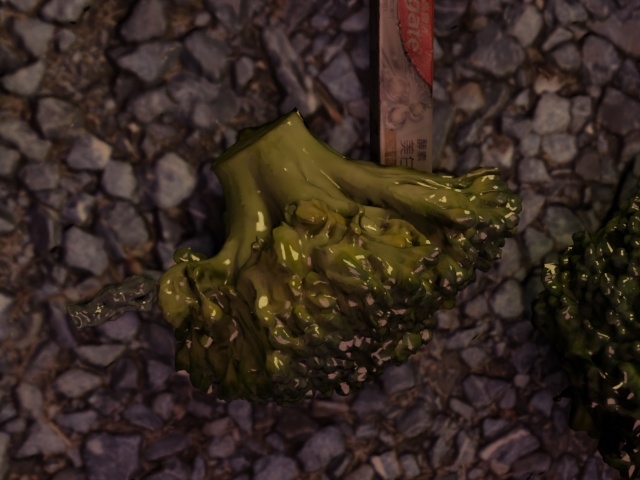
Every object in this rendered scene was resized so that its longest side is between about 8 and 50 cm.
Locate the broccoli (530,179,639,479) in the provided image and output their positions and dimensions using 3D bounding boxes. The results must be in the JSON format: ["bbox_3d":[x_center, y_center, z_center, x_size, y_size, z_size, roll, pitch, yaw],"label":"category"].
[{"bbox_3d":[0.362,0.084,0.854,0.293,0.348,0.281,-2,147,25],"label":"broccoli"}]

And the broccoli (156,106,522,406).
[{"bbox_3d":[0.000,0.000,0.738,0.288,0.248,0.245,-33,89,-30],"label":"broccoli"}]

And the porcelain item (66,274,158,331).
[{"bbox_3d":[-0.185,0.055,0.808,0.083,0.028,0.036,-21,125,-9],"label":"porcelain item"}]

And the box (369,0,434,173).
[{"bbox_3d":[0.073,-0.148,0.807,0.055,0.039,0.218,-3,105,-11],"label":"box"}]
